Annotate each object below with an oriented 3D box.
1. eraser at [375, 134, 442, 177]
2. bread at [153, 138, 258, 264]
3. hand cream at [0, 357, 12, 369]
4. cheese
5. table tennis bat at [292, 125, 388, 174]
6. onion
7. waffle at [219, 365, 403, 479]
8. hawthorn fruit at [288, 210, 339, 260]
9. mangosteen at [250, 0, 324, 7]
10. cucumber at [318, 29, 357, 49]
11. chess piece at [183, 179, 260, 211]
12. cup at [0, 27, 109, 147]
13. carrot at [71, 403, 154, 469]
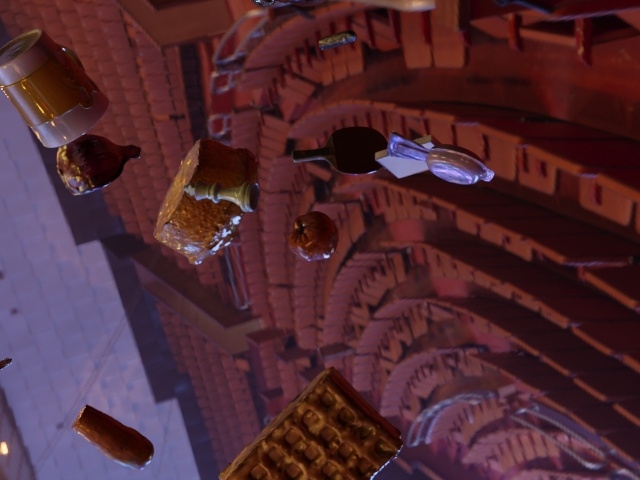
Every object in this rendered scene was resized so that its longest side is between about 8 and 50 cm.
[{"bbox_3d":[0.213,-0.187,1.624,0.104,0.150,0.023,30,-124,-44],"label":"eraser"},{"bbox_3d":[-0.344,-0.122,2.164,0.398,0.215,0.398,-50,25,34],"label":"bread"},{"bbox_3d":[-0.889,0.350,1.964,0.019,0.093,0.030,-10,107,53],"label":"hand cream"},{"bbox_3d":[0.208,-0.140,1.245,0.105,0.191,0.042,84,-153,-72],"label":"cheese"},{"bbox_3d":[0.057,-0.245,1.987,0.021,0.275,0.154,99,163,-65],"label":"table tennis bat"},{"bbox_3d":[-0.581,-0.217,1.882,0.139,0.218,0.195,67,163,-14],"label":"onion"},{"bbox_3d":[-0.016,0.411,1.333,0.213,0.308,0.091,44,-179,-5],"label":"waffle"},{"bbox_3d":[-0.007,-0.011,1.740,0.125,0.140,0.125,-175,90,-77],"label":"hawthorn fruit"},{"bbox_3d":[-0.059,-0.644,1.577,0.293,0.297,0.297,-64,31,27],"label":"mangosteen"},{"bbox_3d":[0.043,-0.452,1.610,0.133,0.032,0.032,7,115,59],"label":"cucumber"},{"bbox_3d":[-0.194,-0.092,1.366,0.059,0.149,0.059,9,-90,-77],"label":"chess piece"},{"bbox_3d":[-0.612,-0.364,1.636,0.241,0.186,0.226,-83,-30,-43],"label":"cup"},{"bbox_3d":[-0.463,0.444,1.604,0.193,0.087,0.087,40,-175,-23],"label":"carrot"}]
